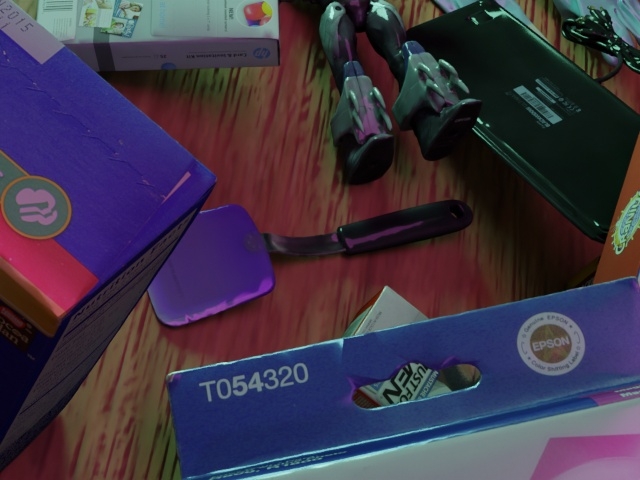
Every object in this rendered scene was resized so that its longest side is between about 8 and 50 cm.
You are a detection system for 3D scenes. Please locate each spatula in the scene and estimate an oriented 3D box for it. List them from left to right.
[{"bbox_3d":[0.000,0.000,0.945,0.296,0.030,0.084,-11,65,-31],"label":"spatula"}]

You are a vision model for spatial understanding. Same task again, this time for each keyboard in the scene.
[{"bbox_3d":[0.218,-0.122,1.036,0.201,0.033,0.317,-24,49,-18],"label":"keyboard"}]

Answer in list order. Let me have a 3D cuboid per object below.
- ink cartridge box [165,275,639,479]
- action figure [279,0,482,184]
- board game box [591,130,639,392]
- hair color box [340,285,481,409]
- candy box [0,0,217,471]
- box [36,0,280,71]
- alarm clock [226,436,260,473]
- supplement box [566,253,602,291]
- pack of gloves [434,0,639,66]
[{"bbox_3d":[0.083,0.192,0.696,0.324,0.071,0.330,-12,68,-2],"label":"ink cartridge box"},{"bbox_3d":[0.032,-0.193,1.032,0.185,0.099,0.285,-16,64,-15],"label":"action figure"},{"bbox_3d":[0.313,0.065,0.862,0.242,0.064,0.317,28,66,-10],"label":"board game box"},{"bbox_3d":[0.085,0.124,0.902,0.167,0.053,0.093,38,52,-4],"label":"hair color box"},{"bbox_3d":[-0.236,-0.013,0.650,0.268,0.317,0.122,41,52,0],"label":"candy box"},{"bbox_3d":[-0.126,-0.203,0.951,0.186,0.038,0.145,-3,61,-1],"label":"box"},{"bbox_3d":[-0.001,0.177,0.809,0.192,0.064,0.129,-33,89,-28],"label":"alarm clock"},{"bbox_3d":[0.299,0.118,0.967,0.194,0.129,0.191,29,54,-9],"label":"supplement box"},{"bbox_3d":[0.206,-0.234,1.193,0.195,0.046,0.232,-32,79,-23],"label":"pack of gloves"}]
